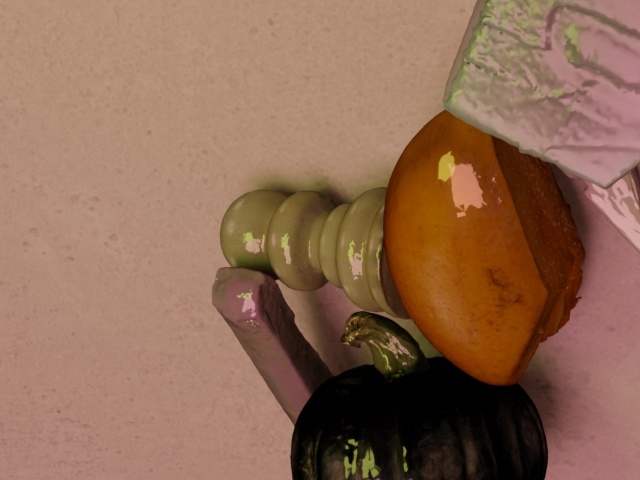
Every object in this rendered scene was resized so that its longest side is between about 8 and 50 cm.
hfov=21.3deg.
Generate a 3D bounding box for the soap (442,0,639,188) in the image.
[{"bbox_3d":[0.302,-0.270,1.472,0.261,0.156,0.446,28,123,12],"label":"soap"}]

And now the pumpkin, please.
[{"bbox_3d":[0.107,0.209,1.910,0.296,0.296,0.296,16,129,21],"label":"pumpkin"}]

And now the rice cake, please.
[{"bbox_3d":[-0.023,0.170,2.016,0.070,0.064,0.399,2,140,31],"label":"rice cake"}]

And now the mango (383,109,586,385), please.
[{"bbox_3d":[0.166,0.003,1.742,0.199,0.201,0.350,-21,134,0],"label":"mango"}]

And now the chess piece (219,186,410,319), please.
[{"bbox_3d":[0.000,0.000,1.917,0.251,0.144,0.144,8,126,34],"label":"chess piece"}]

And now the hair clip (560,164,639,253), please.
[{"bbox_3d":[0.332,-0.049,1.701,0.331,0.085,0.101,44,132,-1],"label":"hair clip"}]
